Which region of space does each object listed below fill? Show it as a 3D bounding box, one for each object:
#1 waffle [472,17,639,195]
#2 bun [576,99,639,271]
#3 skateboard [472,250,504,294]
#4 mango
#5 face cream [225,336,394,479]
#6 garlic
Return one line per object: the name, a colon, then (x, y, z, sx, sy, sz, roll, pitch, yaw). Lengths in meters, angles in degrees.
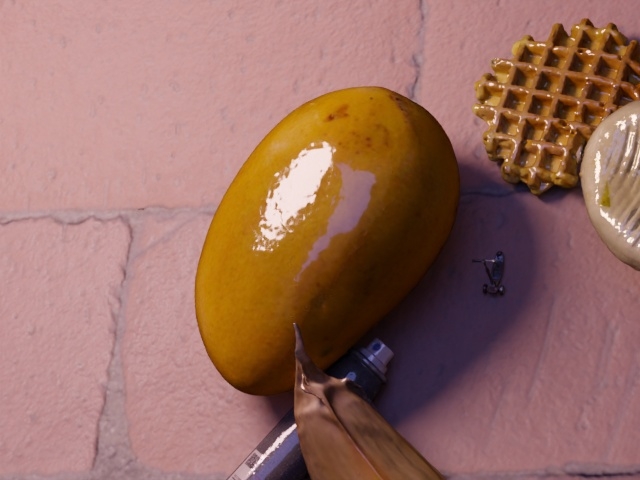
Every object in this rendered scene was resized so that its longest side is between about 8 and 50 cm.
waffle: (0.337, -0.187, 2.065, 0.253, 0.056, 0.249, -17, 62, 8)
bun: (0.457, -0.071, 1.920, 0.259, 0.160, 0.259, -12, 66, 30)
skateboard: (0.224, 0.029, 1.984, 0.032, 0.083, 0.064, 5, 67, 20)
mango: (0.000, 0.000, 1.987, 0.300, 0.232, 0.446, 27, 82, 32)
face cream: (-0.011, 0.241, 1.964, 0.073, 0.073, 0.283, 39, 82, 28)
garlic: (0.064, 0.266, 1.857, 0.151, 0.196, 0.338, -26, 70, -16)
